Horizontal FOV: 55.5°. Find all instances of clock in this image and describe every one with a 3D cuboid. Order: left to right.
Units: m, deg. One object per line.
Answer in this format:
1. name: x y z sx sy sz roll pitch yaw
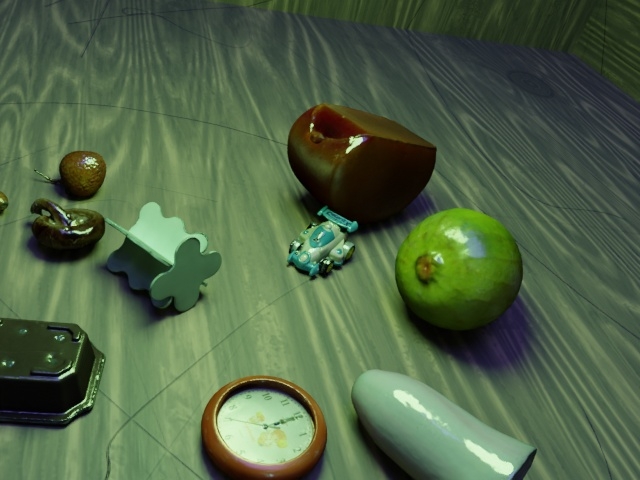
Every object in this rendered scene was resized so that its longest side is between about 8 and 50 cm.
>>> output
1. clock: -0.090 0.305 0.988 0.206 0.051 0.205 10 36 -7

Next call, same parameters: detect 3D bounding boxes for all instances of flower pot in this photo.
1. flower pot: -0.480 0.191 0.967 0.251 0.084 0.178 8 38 -12

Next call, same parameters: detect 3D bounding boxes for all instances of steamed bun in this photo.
1. steamed bun: 0.093 -0.180 1.515 0.380 0.248 0.235 -1 35 -48

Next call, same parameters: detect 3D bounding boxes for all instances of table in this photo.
1. table: -0.323 0.024 1.193 0.198 0.166 0.167 30 38 30

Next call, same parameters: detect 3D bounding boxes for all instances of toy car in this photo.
1. toy car: 0.000 0.000 1.379 0.126 0.098 0.161 30 37 21

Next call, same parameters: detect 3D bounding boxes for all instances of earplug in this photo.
1. earplug: 0.171 0.317 0.992 0.301 0.172 0.172 33 39 30

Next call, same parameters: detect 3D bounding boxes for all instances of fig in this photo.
1. fig: 0.311 0.060 1.309 0.258 0.258 0.326 39 24 28

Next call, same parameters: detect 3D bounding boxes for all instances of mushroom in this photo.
1. mushroom: -0.526 -0.030 1.244 0.171 0.080 0.135 27 26 16

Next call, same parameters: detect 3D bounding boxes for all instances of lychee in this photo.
1. lychee: -0.551 -0.153 1.385 0.101 0.140 0.114 -36 98 -52

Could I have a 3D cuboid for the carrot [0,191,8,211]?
1. carrot: -0.745 -0.116 1.308 0.216 0.048 0.048 28 38 25
